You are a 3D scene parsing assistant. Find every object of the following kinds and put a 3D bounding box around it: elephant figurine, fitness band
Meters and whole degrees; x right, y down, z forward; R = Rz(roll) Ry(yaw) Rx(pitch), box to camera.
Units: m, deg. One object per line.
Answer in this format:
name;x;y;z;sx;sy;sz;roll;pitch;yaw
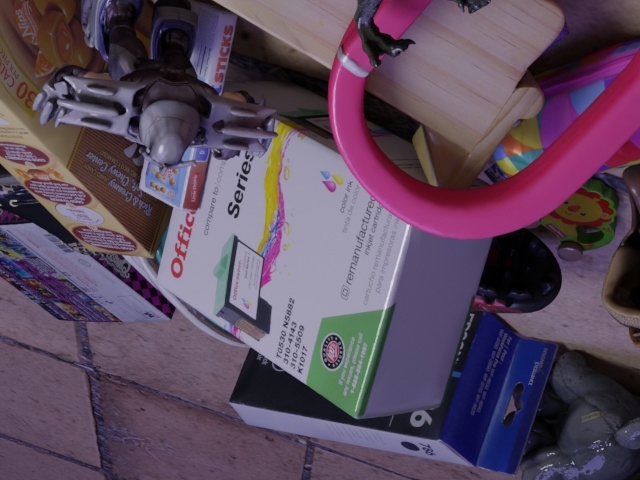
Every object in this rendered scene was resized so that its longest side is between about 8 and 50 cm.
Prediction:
elephant figurine;0.322;0.225;2.049;0.169;0.186;0.239;-43;137;16
fitness band;0.137;-0.130;1.323;0.209;0.054;0.291;38;108;-17

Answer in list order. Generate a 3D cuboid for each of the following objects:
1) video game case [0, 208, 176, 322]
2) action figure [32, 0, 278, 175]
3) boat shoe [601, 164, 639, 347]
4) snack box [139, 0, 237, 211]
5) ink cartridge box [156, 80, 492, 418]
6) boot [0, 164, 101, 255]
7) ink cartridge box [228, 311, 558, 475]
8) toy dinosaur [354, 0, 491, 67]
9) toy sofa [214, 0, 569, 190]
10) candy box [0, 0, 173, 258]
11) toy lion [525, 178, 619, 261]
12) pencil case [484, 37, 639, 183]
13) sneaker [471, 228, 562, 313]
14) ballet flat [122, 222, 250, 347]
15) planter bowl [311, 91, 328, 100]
video game case;-0.317;0.026;2.236;0.210;0.042;0.232;-3;147;42
action figure;-0.128;-0.121;1.450;0.185;0.285;0.099;18;115;-19
boat shoe;0.297;0.030;1.598;0.123;0.123;0.342;-19;149;-5
snack box;-0.116;-0.119;1.614;0.022;0.178;0.064;-3;-158;-44
ink cartridge box;0.000;0.000;1.604;0.117;0.201;0.278;-4;-154;-45
boot;-0.330;-0.048;2.033;0.236;0.085;0.178;-2;148;34
ink cartridge box;0.077;0.144;2.018;0.332;0.165;0.065;7;151;27
toy dinosaur;0.050;-0.190;1.238;0.268;0.064;0.118;-27;94;37
toy sofa;-0.002;-0.195;1.399;0.362;0.177;0.150;28;-164;-17
candy box;-0.218;-0.142;1.628;0.087;0.183;0.316;7;153;33
toy lion;0.235;-0.026;1.702;0.096;0.034;0.100;-17;137;44
pencil case;0.228;-0.104;1.457;0.104;0.104;0.236;35;151;-29
sneaker;0.112;0.026;1.824;0.276;0.098;0.135;12;154;25
ballet flat;-0.186;-0.041;1.901;0.139;0.139;0.400;-7;137;47
planter bowl;0.018;-0.032;1.731;0.217;0.217;0.090;-5;-179;45
